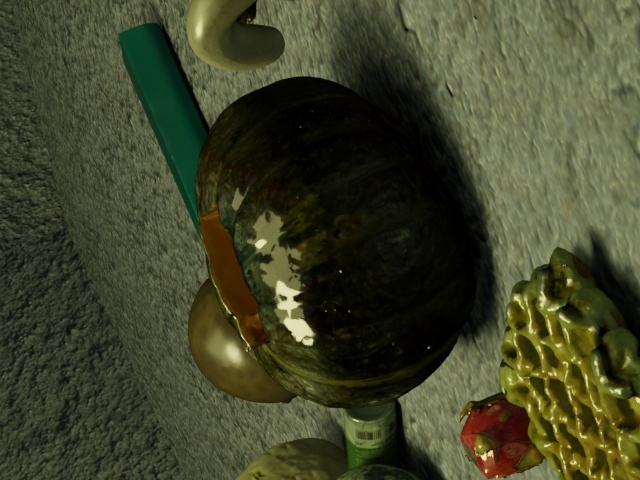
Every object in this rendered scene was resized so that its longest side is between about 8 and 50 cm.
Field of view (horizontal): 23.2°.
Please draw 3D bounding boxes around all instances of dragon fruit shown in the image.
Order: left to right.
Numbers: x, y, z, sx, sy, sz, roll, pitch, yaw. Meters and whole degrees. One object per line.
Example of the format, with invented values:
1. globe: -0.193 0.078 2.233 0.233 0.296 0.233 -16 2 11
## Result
1. dragon fruit: 0.151 0.166 1.358 0.083 0.056 0.060 -134 26 -61

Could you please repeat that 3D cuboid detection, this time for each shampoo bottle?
1. shampoo bottle: 0.063 0.255 1.791 0.065 0.065 0.204 -125 22 -45

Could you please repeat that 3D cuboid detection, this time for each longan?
1. longan: -0.079 0.129 1.943 0.185 0.159 0.204 43 157 45

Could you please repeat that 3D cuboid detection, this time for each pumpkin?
1. pumpkin: 0.003 0.003 1.401 0.320 0.192 0.320 162 90 -75

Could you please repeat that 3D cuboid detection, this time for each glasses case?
1. glasses case: -0.197 -0.152 2.185 0.117 0.070 0.301 99 146 -74

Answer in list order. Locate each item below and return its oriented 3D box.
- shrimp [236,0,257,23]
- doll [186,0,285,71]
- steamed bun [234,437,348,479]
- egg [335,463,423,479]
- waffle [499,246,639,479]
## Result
1. shrimp: -0.060 -0.360 1.393 0.272 0.085 0.445 51 153 37
2. doll: -0.057 -0.334 1.132 0.215 0.226 0.370 74 172 -71
3. steamed bun: -0.034 0.424 1.974 0.290 0.272 0.273 35 142 60
4. egg: 0.068 0.310 1.694 0.172 0.132 0.132 34 143 54
5. waffle: 0.200 0.118 1.119 0.223 0.054 0.204 60 163 26
